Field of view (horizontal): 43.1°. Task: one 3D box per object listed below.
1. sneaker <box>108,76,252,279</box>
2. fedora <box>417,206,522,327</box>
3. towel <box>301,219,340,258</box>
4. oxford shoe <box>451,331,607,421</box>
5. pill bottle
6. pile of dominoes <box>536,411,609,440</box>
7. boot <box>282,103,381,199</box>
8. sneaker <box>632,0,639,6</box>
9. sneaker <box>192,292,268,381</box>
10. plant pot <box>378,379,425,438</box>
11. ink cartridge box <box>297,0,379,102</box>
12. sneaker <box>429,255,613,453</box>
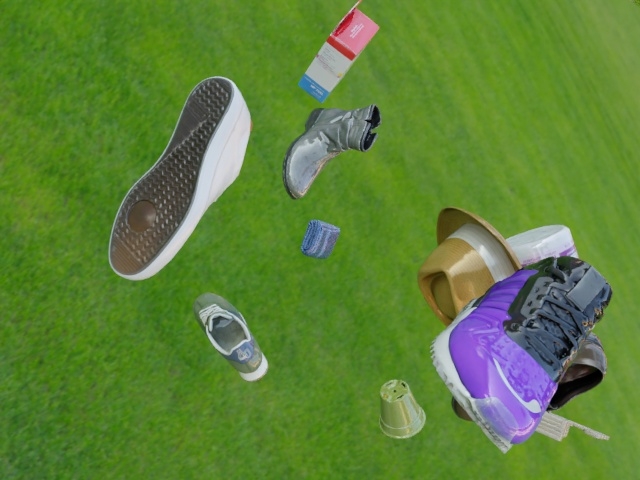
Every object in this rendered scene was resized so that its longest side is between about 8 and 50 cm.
[{"bbox_3d":[-0.167,-0.064,1.075,0.290,0.106,0.123,-61,155,-12],"label":"sneaker"},{"bbox_3d":[0.172,0.053,0.975,0.079,0.194,0.194,-30,93,-17],"label":"fedora"},{"bbox_3d":[0.000,0.000,1.454,0.119,0.029,0.067,16,93,-73],"label":"towel"},{"bbox_3d":[0.284,0.200,1.121,0.083,0.227,0.096,55,19,-16],"label":"oxford shoe"},{"bbox_3d":[0.513,0.131,1.808,0.169,0.169,0.301,-31,102,-59],"label":"pill bottle"},{"bbox_3d":[0.448,0.357,1.573,0.251,0.196,0.040,31,80,-63],"label":"pile of dominoes"},{"bbox_3d":[0.027,-0.195,1.697,0.083,0.161,0.246,53,49,-43],"label":"boot"},{"bbox_3d":[0.496,-0.389,1.113,0.145,0.384,0.147,-91,-173,-72],"label":"sneaker"},{"bbox_3d":[-0.149,0.128,1.244,0.192,0.064,0.086,46,-13,40],"label":"sneaker"},{"bbox_3d":[0.135,0.284,1.402,0.083,0.083,0.079,-71,152,-50],"label":"plant pot"},{"bbox_3d":[0.051,-0.444,1.889,0.078,0.231,0.134,38,51,-4],"label":"ink cartridge box"},{"bbox_3d":[0.197,0.077,0.748,0.102,0.146,0.293,51,22,-1],"label":"sneaker"}]
